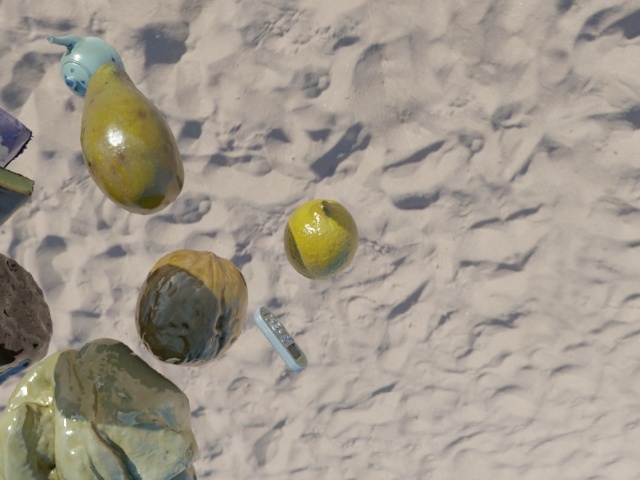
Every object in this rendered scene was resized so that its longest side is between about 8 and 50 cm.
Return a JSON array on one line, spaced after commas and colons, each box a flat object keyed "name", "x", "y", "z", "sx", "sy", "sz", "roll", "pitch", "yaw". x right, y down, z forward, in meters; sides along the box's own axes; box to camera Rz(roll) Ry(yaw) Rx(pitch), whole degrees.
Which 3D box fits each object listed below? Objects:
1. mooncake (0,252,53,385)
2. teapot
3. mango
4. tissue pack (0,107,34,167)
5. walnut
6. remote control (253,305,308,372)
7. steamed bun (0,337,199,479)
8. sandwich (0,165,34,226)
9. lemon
[{"name": "mooncake", "x": -0.636, "y": 0.134, "z": 0.921, "sx": 0.161, "sy": 0.290, "sz": 0.290, "roll": -30, "pitch": 116, "yaw": 2}, {"name": "teapot", "x": -0.598, "y": -0.424, "z": 1.311, "sx": 0.158, "sy": 0.159, "sz": 0.232, "roll": -18, "pitch": 118, "yaw": 13}, {"name": "mango", "x": -0.359, "y": -0.187, "z": 0.928, "sx": 0.177, "sy": 0.329, "sz": 0.175, "roll": -51, "pitch": 148, "yaw": 12}, {"name": "tissue pack", "x": -0.950, "y": -0.221, "z": 1.299, "sx": 0.242, "sy": 0.344, "sz": 0.125, "roll": 38, "pitch": 141, "yaw": -25}, {"name": "walnut", "x": -0.231, "y": 0.119, "z": 0.924, "sx": 0.195, "sy": 0.195, "sz": 0.222, "roll": 18, "pitch": 109, "yaw": -8}, {"name": "remote control", "x": -0.128, "y": 0.315, "z": 1.621, "sx": 0.047, "sy": 0.087, "sz": 0.244, "roll": -41, "pitch": 82, "yaw": 17}, {"name": "steamed bun", "x": -0.369, "y": 0.370, "z": 0.851, "sx": 0.324, "sy": 0.230, "sz": 0.373, "roll": 9, "pitch": 109, "yaw": 0}, {"name": "sandwich", "x": -0.770, "y": -0.100, "z": 1.056, "sx": 0.212, "sy": 0.063, "sz": 0.245, "roll": -33, "pitch": 141, "yaw": 22}, {"name": "lemon", "x": 0.000, "y": 0.000, "z": 1.224, "sx": 0.186, "sy": 0.187, "sz": 0.244, "roll": 4, "pitch": 140, "yaw": 0}]
